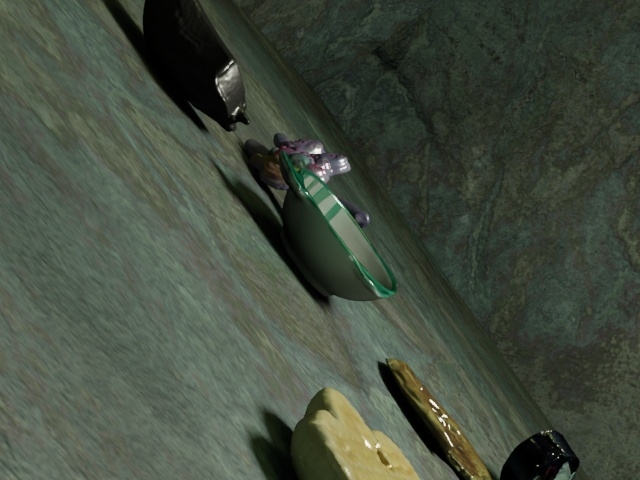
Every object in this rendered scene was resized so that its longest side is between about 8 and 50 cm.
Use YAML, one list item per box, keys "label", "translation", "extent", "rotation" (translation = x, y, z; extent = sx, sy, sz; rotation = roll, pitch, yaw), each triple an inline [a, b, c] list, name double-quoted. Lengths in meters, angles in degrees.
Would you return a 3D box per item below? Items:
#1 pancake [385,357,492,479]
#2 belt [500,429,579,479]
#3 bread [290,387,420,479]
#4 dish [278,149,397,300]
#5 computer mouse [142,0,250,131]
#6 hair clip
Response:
- label: "pancake"
  translation: [0.154, 0.240, 1.881]
  extent: [0.235, 0.029, 0.212]
  rotation: [50, 6, -41]
- label: "belt"
  translation: [0.316, 0.332, 2.119]
  extent: [0.058, 0.105, 0.140]
  rotation: [58, -36, 37]
- label: "bread"
  translation: [0.072, 0.250, 1.132]
  extent: [0.316, 0.054, 0.316]
  rotation: [51, 8, -10]
- label: "dish"
  translation: [0.000, 0.000, 1.830]
  extent: [0.246, 0.078, 0.224]
  rotation: [47, 13, -37]
- label: "computer mouse"
  translation: [-0.172, -0.242, 1.887]
  extent: [0.264, 0.088, 0.147]
  rotation: [56, -11, 24]
- label: "hair clip"
  translation: [-0.010, -0.071, 2.028]
  extent: [0.278, 0.137, 0.090]
  rotation: [58, -27, 33]
